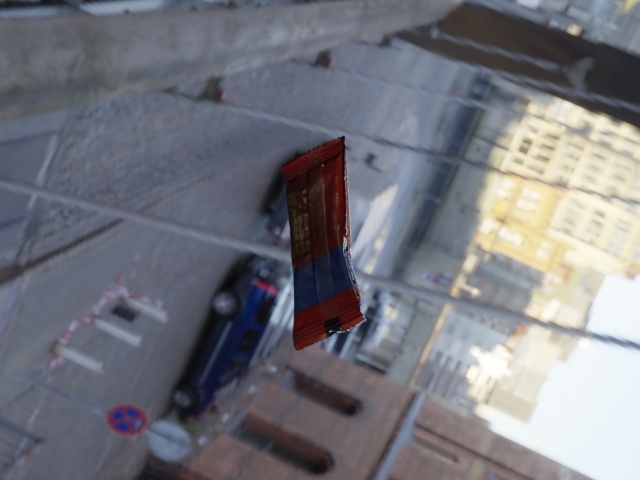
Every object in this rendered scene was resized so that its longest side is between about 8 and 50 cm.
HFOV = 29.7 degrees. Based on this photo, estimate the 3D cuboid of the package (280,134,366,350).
[{"bbox_3d":[0.000,0.000,1.126,0.083,0.022,0.200,-28,-126,35],"label":"package"}]
